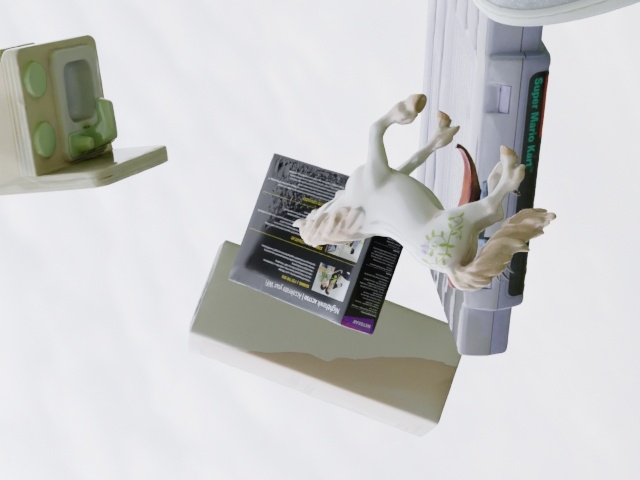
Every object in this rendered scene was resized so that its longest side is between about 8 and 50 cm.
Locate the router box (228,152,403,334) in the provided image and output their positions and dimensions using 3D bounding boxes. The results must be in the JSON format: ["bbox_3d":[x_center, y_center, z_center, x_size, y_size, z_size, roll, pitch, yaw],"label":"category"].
[{"bbox_3d":[0.000,0.000,1.522,0.046,0.179,0.133,20,-90,-41],"label":"router box"}]

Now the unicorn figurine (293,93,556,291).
[{"bbox_3d":[0.050,-0.024,0.943,0.060,0.111,0.162,34,-178,-45],"label":"unicorn figurine"}]

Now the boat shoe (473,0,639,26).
[{"bbox_3d":[0.225,-0.243,0.990,0.103,0.320,0.118,50,-161,-49],"label":"boat shoe"}]

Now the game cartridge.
[{"bbox_3d":[0.137,-0.102,1.416,0.230,0.068,0.355,-111,19,-54],"label":"game cartridge"}]

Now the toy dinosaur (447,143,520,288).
[{"bbox_3d":[0.106,-0.009,1.143,0.090,0.082,0.047,42,-169,8],"label":"toy dinosaur"}]

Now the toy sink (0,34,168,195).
[{"bbox_3d":[-0.282,-0.118,1.526,0.153,0.234,0.131,-33,-62,-65],"label":"toy sink"}]

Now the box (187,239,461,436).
[{"bbox_3d":[0.005,0.119,1.935,0.148,0.311,0.121,105,-175,-76],"label":"box"}]
